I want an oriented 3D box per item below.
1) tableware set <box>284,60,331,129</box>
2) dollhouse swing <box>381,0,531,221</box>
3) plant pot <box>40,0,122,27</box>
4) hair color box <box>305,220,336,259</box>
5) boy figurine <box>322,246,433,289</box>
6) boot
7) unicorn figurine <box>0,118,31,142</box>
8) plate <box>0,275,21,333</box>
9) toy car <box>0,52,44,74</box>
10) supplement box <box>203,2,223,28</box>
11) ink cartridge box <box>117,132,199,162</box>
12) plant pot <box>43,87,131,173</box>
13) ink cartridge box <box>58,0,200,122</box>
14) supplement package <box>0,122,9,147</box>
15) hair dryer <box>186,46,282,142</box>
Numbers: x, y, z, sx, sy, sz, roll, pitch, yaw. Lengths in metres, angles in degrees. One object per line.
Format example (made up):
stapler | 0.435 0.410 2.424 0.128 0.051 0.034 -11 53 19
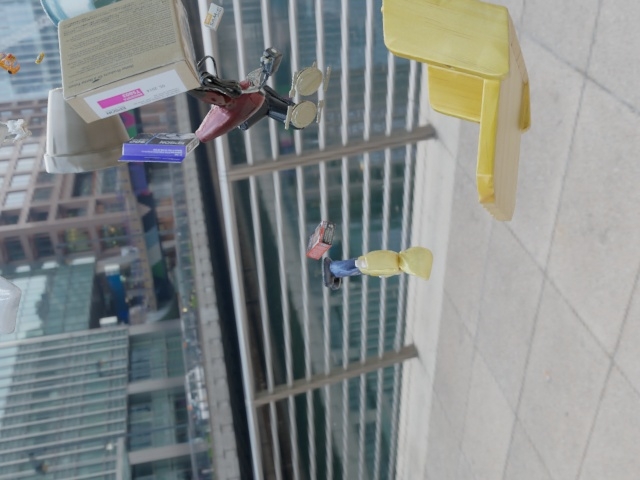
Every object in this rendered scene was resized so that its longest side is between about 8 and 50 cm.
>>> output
tableware set | -0.047 -0.416 1.997 0.039 0.128 0.194 48 141 35
dollhouse swing | 0.239 -0.235 1.288 0.347 0.315 0.305 16 -86 -67
plant pot | -0.651 -0.778 2.133 0.334 0.341 0.341 22 123 51
hair color box | 0.000 0.000 2.025 0.141 0.043 0.072 132 152 -65
boy figurine | 0.156 0.072 1.811 0.177 0.285 0.092 34 -127 -67
boot | -0.195 -0.437 2.460 0.246 0.207 0.094 40 145 17
unicorn figurine | -0.902 -0.327 2.045 0.162 0.111 0.060 -113 9 -82
plate | -0.827 0.108 1.588 0.277 0.278 0.045 -48 12 51
toy car | -0.743 -0.456 1.717 0.060 0.122 0.040 46 133 -6
supplement box | -0.301 -0.629 1.957 0.098 0.036 0.062 -114 47 -75
ink cartridge box | -0.512 -0.297 2.204 0.208 0.206 0.045 -76 -14 -65
plant pot | -0.842 -0.408 2.475 0.323 0.323 0.280 -126 27 -71
ink cartridge box | -0.356 -0.346 1.288 0.088 0.234 0.193 65 -170 -64
supplement package | -0.877 -0.241 1.623 0.134 0.139 0.244 -62 -2 10
hair dryer | -0.221 -0.322 1.536 0.080 0.223 0.293 62 149 22
